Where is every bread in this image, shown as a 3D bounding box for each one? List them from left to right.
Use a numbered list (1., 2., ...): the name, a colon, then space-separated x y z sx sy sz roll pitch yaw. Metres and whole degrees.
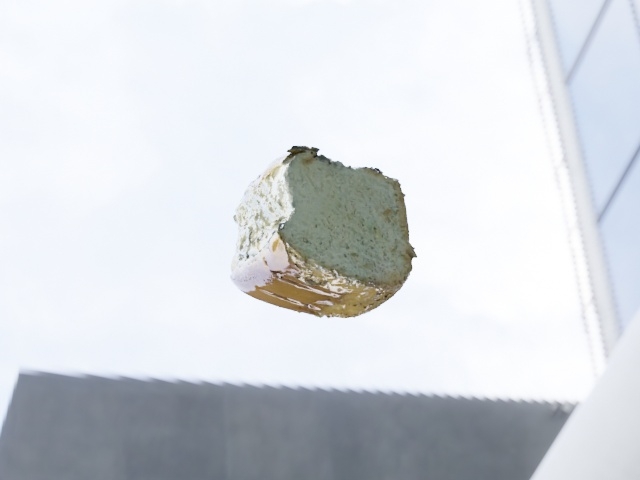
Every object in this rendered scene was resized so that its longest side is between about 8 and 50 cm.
1. bread: -0.001 0.002 0.902 0.083 0.070 0.076 14 -124 -20
